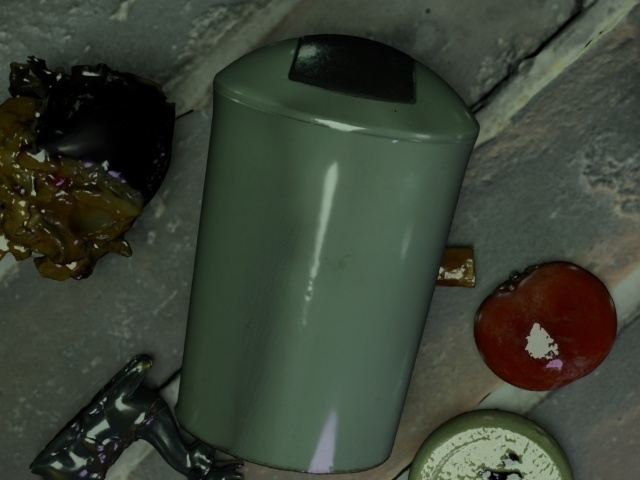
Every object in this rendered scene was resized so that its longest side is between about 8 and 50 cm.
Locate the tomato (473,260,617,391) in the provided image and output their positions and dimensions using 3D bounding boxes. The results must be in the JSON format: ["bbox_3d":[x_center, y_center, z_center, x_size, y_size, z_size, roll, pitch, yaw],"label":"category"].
[{"bbox_3d":[0.248,0.099,1.919,0.159,0.091,0.139,-29,96,7],"label":"tomato"}]

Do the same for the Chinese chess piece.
[{"bbox_3d":[0.190,0.283,1.958,0.188,0.083,0.188,1,100,8],"label":"Chinese chess piece"}]

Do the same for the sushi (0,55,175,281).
[{"bbox_3d":[-0.272,-0.075,1.887,0.200,0.213,0.204,15,70,4],"label":"sushi"}]

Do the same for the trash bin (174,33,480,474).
[{"bbox_3d":[0.000,0.000,1.839,0.280,0.280,0.432,12,103,4],"label":"trash bin"}]

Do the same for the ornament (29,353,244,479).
[{"bbox_3d":[-0.191,0.278,1.995,0.236,0.080,0.202,45,97,-3],"label":"ornament"}]

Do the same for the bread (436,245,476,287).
[{"bbox_3d":[0.132,0.029,1.947,0.083,0.036,0.047,1,96,3],"label":"bread"}]
